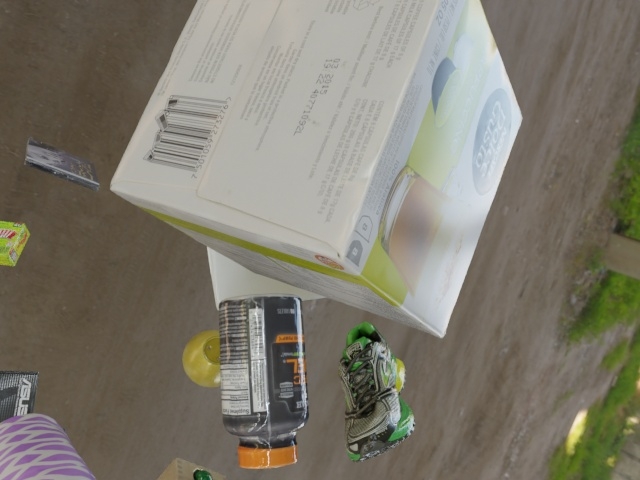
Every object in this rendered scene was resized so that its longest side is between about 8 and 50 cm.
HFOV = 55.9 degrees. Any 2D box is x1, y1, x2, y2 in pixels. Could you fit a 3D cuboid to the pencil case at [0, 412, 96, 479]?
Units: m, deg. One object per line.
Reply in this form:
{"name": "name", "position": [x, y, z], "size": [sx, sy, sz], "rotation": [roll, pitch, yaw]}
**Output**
{"name": "pencil case", "position": [-0.249, 0.222, 0.533], "size": [0.086, 0.206, 0.088], "rotation": [-3, 95, -32]}

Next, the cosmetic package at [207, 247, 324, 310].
{"name": "cosmetic package", "position": [0.000, 0.000, 1.255], "size": [0.453, 0.230, 0.161], "rotation": [-7, 112, -8]}

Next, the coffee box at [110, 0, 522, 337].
{"name": "coffee box", "position": [0.019, -0.114, 0.774], "size": [0.334, 0.338, 0.337], "rotation": [38, 72, -55]}

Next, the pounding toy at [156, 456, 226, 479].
{"name": "pounding toy", "position": [-0.233, 0.454, 1.051], "size": [0.130, 0.100, 0.141], "rotation": [34, 103, -28]}

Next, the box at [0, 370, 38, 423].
{"name": "box", "position": [-0.532, 0.289, 0.899], "size": [0.184, 0.190, 0.045], "rotation": [8, 151, -19]}

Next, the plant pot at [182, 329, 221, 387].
{"name": "plant pot", "position": [-0.242, 0.260, 1.380], "size": [0.134, 0.134, 0.095], "rotation": [-45, 177, -29]}

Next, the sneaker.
{"name": "sneaker", "position": [0.081, 0.276, 1.132], "size": [0.146, 0.134, 0.343], "rotation": [58, 11, -16]}

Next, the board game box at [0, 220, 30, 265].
{"name": "board game box", "position": [-0.768, -0.001, 1.362], "size": [0.043, 0.181, 0.092], "rotation": [96, 1, -54]}

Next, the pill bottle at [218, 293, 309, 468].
{"name": "pill bottle", "position": [-0.084, 0.208, 0.903], "size": [0.130, 0.130, 0.245], "rotation": [13, 69, -57]}

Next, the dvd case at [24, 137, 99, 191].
{"name": "dvd case", "position": [-0.621, -0.186, 1.450], "size": [0.164, 0.221, 0.018], "rotation": [22, 101, -30]}
